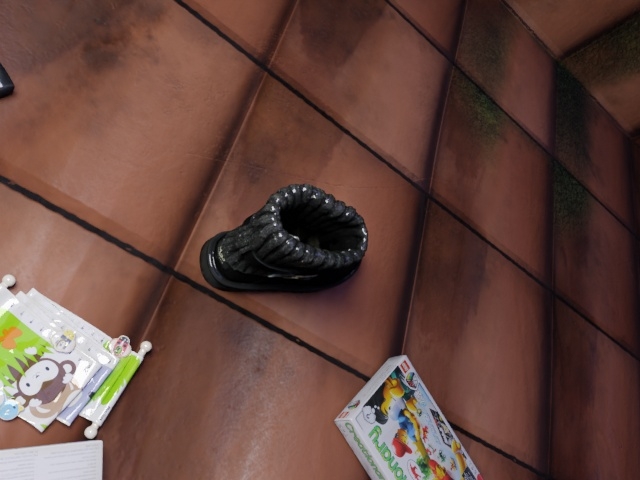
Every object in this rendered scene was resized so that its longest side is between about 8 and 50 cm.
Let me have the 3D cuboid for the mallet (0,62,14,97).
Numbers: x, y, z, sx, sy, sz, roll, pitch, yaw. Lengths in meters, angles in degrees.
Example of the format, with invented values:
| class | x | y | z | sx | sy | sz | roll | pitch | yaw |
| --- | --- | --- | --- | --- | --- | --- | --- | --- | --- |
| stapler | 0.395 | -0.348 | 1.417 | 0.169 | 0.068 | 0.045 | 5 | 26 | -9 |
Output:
| class | x | y | z | sx | sy | sz | roll | pitch | yaw |
| --- | --- | --- | --- | --- | --- | --- | --- | --- | --- |
| mallet | -0.507 | -0.191 | 0.752 | 0.062 | 0.039 | 0.190 | 52 | 53 | -13 |

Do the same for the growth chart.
| class | x | y | z | sx | sy | sz | roll | pitch | yaw |
| --- | --- | --- | --- | --- | --- | --- | --- | --- | --- |
| growth chart | -0.361 | 0.157 | 0.733 | 0.237 | 0.021 | 0.172 | 35 | 54 | -22 |

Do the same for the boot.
| class | x | y | z | sx | sy | sz | roll | pitch | yaw |
| --- | --- | --- | --- | --- | --- | --- | --- | --- | --- |
| boot | 0.000 | 0.004 | 0.925 | 0.348 | 0.260 | 0.131 | -8 | 77 | -40 |

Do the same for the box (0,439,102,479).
| class | x | y | z | sx | sy | sz | roll | pitch | yaw |
| --- | --- | --- | --- | --- | --- | --- | --- | --- | --- |
| box | -0.412 | 0.269 | 0.615 | 0.324 | 0.063 | 0.067 | 6 | 70 | -37 |

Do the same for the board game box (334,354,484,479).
| class | x | y | z | sx | sy | sz | roll | pitch | yaw |
| --- | --- | --- | --- | --- | --- | --- | --- | --- | --- |
| board game box | 0.172 | 0.395 | 1.043 | 0.193 | 0.053 | 0.305 | -37 | 97 | -41 |
